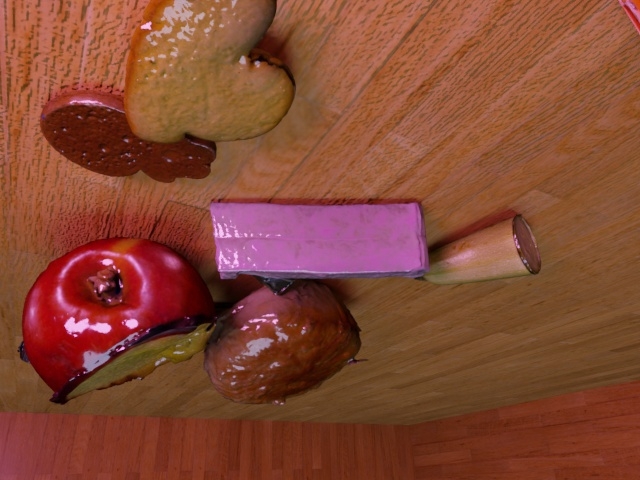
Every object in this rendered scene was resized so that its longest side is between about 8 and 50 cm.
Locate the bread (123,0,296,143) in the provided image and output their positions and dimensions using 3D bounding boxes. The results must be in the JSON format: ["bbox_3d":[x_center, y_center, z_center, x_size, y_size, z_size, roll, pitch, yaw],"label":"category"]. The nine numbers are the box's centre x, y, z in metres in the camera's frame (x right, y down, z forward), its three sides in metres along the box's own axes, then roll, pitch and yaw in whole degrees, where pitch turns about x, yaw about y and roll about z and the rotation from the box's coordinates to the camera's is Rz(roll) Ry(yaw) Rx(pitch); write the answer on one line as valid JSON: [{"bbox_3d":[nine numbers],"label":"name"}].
[{"bbox_3d":[-0.087,-0.154,0.394,0.149,0.065,0.188,2,150,-30],"label":"bread"}]

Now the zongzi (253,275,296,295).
[{"bbox_3d":[-0.062,0.025,0.740,0.119,0.055,0.109,-33,130,14],"label":"zongzi"}]

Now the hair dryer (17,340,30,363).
[{"bbox_3d":[-0.539,0.233,1.076,0.224,0.088,0.219,-29,152,14],"label":"hair dryer"}]

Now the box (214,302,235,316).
[{"bbox_3d":[-0.224,0.189,1.005,0.219,0.064,0.141,3,149,-13],"label":"box"}]

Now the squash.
[{"bbox_3d":[0.237,0.034,0.749,0.094,0.094,0.224,21,150,-37],"label":"squash"}]

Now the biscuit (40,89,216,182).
[{"bbox_3d":[-0.204,-0.107,0.498,0.175,0.026,0.124,11,150,-22],"label":"biscuit"}]

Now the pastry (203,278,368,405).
[{"bbox_3d":[-0.075,0.209,0.891,0.329,0.136,0.330,-17,140,-15],"label":"pastry"}]

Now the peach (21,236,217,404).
[{"bbox_3d":[-0.308,0.111,0.725,0.257,0.201,0.362,-25,166,-15],"label":"peach"}]

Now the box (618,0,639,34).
[{"bbox_3d":[0.407,-0.134,0.291,0.341,0.225,0.143,3,152,-10],"label":"box"}]

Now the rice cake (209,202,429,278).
[{"bbox_3d":[-0.001,0.002,0.633,0.297,0.106,0.050,-1,161,-4],"label":"rice cake"}]
